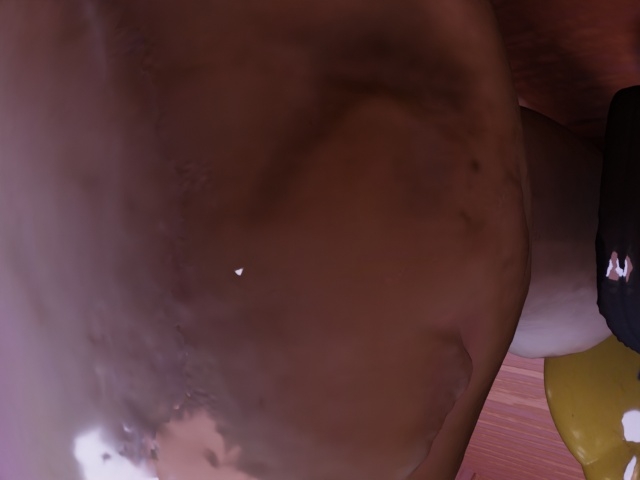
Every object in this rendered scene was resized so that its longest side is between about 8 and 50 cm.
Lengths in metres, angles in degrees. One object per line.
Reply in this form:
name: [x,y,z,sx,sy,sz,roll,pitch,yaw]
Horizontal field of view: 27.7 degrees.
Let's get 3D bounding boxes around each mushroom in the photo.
mushroom: [-0.036,-0.002,0.546,0.315,0.315,0.356,26,179,14]

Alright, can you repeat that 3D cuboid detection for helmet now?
helmet: [0.213,0.098,0.772,0.205,0.140,0.257,24,171,22]

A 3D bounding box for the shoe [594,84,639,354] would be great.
shoe: [0.187,0.014,0.552,0.093,0.108,0.241,-2,153,29]
